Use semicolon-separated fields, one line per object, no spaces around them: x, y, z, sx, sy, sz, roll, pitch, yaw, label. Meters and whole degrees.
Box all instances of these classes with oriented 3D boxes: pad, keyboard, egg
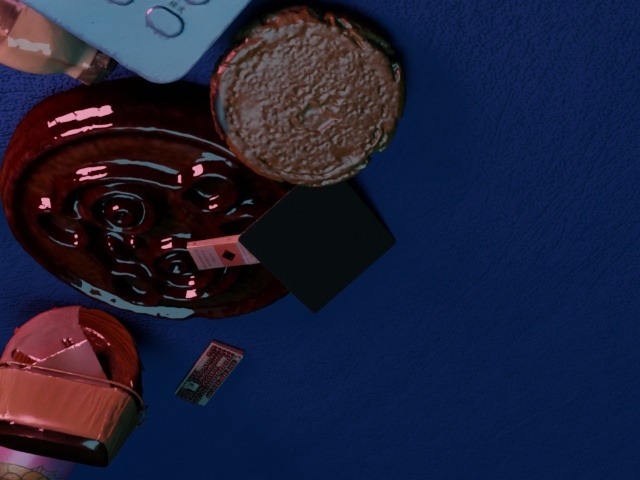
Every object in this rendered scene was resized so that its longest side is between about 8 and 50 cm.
0.000;0.000;1.532;0.143;0.003;0.211;-41;142;0;pad
-0.166;0.202;1.899;0.055;0.017;0.166;21;140;-15;keyboard
-0.467;0.309;1.958;0.196;0.196;0.271;20;129;-12;egg

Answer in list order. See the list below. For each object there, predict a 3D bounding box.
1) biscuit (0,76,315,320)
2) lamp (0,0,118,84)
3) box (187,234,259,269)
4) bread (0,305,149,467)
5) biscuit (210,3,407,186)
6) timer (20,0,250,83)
-0.195;-0.030;1.565;0.408;0.091;0.407;5;140;5;biscuit
-0.328;-0.238;1.331;0.250;0.101;0.101;30;137;-20;lamp
-0.114;0.014;1.532;0.083;0.012;0.046;-7;138;16;box
-0.349;0.198;1.779;0.224;0.211;0.142;11;146;4;bread
-0.013;-0.155;1.375;0.226;0.042;0.225;-3;127;-3;biscuit
-0.164;-0.296;1.237;0.232;0.091;0.250;31;133;-23;timer
